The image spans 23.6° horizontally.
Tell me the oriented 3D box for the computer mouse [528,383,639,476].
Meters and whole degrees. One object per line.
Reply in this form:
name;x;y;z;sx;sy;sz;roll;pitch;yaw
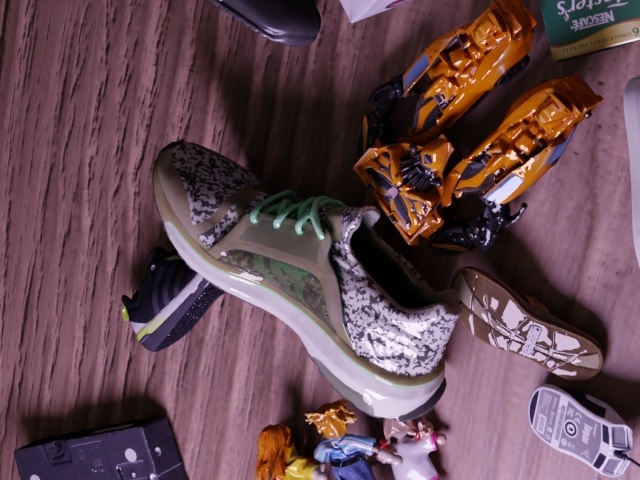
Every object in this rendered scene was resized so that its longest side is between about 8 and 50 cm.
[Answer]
computer mouse;0.295;0.201;1.578;0.193;0.042;0.106;31;123;41

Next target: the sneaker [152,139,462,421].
sneaker;0.000;0.000;1.658;0.410;0.158;0.182;39;130;10

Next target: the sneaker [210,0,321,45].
sneaker;-0.089;-0.363;1.653;0.146;0.122;0.330;-42;79;34

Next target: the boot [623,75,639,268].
boot;0.389;-0.044;1.452;0.176;0.088;0.244;-4;96;32

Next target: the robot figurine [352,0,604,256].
robot figurine;0.142;-0.107;1.574;0.211;0.085;0.291;54;131;11

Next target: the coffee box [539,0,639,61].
coffee box;0.262;-0.276;1.500;0.113;0.040;0.184;-10;96;34

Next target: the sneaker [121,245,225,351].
sneaker;-0.168;0.040;1.825;0.235;0.084;0.097;-45;75;32

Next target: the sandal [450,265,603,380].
sandal;0.217;0.085;1.617;0.180;0.049;0.072;28;122;8

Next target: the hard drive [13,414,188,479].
hard drive;-0.249;0.406;1.978;0.237;0.064;0.339;-16;92;34

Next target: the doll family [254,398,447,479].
doll family;0.014;0.266;1.742;0.263;0.118;0.163;-18;91;34

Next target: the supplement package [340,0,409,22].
supplement package;0.092;-0.366;1.465;0.204;0.145;0.262;62;152;5
